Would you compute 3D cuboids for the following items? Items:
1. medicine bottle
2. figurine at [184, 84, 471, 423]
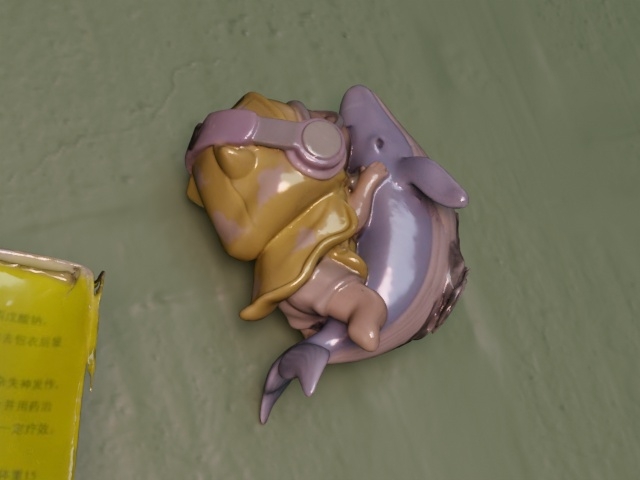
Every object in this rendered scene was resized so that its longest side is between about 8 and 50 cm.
[{"bbox_3d":[-0.193,0.132,0.615,0.141,0.137,0.250,9,65,-14],"label":"medicine bottle"},{"bbox_3d":[0.000,0.000,0.766,0.184,0.128,0.208,23,66,-11],"label":"figurine"}]
